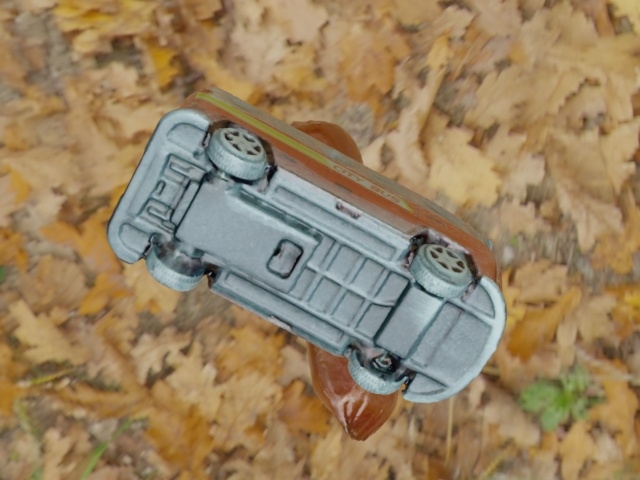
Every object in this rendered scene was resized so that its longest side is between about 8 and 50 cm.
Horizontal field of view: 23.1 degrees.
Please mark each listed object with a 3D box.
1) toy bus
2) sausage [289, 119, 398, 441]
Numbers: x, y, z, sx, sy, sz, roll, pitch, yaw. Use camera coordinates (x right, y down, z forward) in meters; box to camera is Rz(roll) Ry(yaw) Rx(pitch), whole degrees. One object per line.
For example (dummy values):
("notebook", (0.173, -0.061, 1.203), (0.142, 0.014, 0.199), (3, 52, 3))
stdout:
("toy bus", (0.000, 0.000, 1.061), (0.265, 0.120, 0.121), (27, 117, -5))
("sausage", (0.019, 0.029, 1.543), (0.094, 0.097, 0.348), (-20, 62, 17))
